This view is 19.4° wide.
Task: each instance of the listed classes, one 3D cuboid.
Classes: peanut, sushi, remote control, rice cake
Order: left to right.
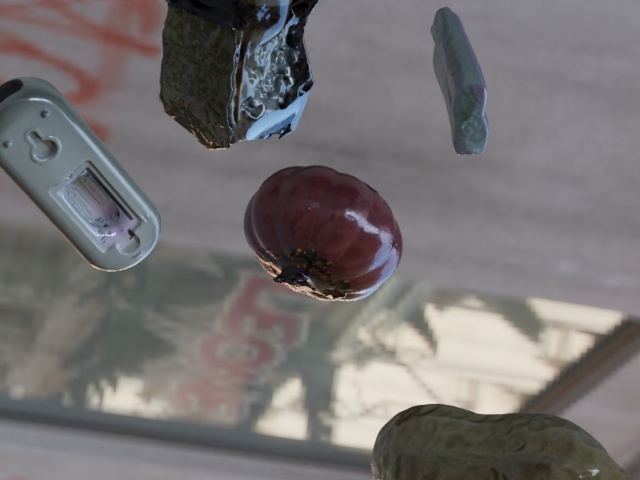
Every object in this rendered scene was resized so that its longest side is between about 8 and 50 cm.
[{"bbox_3d":[-0.206,-0.050,1.559,0.042,0.078,0.221,50,-2,46],"label":"remote control"},{"bbox_3d":[-0.068,-0.192,1.457,0.109,0.134,0.273,-37,158,-37],"label":"sushi"},{"bbox_3d":[0.146,-0.169,1.958,0.221,0.042,0.080,-96,-175,-62],"label":"rice cake"},{"bbox_3d":[0.159,0.216,1.734,0.298,0.136,0.120,-1,-68,46],"label":"peanut"}]

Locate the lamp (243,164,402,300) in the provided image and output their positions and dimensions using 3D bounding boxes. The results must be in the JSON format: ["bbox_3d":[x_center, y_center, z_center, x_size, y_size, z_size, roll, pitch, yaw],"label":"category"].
[{"bbox_3d":[0.000,0.000,2.066,0.182,0.182,0.140,128,-15,-65],"label":"lamp"}]
